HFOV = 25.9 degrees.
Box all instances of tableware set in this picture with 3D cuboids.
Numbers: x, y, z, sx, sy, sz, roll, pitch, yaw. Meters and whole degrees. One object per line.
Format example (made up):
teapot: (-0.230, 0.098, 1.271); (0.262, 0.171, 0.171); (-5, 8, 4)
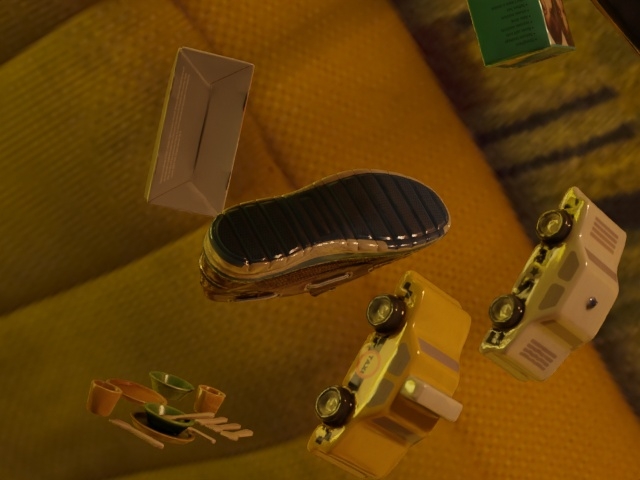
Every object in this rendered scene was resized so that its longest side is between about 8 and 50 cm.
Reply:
tableware set: (-0.116, 0.116, 1.013); (0.104, 0.154, 0.024); (24, 96, 24)

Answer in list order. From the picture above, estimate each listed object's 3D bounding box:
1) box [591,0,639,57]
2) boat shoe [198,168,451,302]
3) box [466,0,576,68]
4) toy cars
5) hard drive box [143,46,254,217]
box: (0.219, -0.235, 0.651); (0.294, 0.296, 0.183); (-40, 89, 15)
boat shoe: (0.000, 0.000, 0.923); (0.066, 0.183, 0.066); (66, 148, 27)
box: (0.145, -0.268, 1.162); (0.060, 0.100, 0.244); (-15, 90, 22)
toy cars: (0.159, 0.091, 1.277); (0.087, 0.394, 0.176); (25, 132, 48)
hard drive box: (-0.149, -0.123, 1.650); (0.089, 0.181, 0.232); (12, -179, -9)
